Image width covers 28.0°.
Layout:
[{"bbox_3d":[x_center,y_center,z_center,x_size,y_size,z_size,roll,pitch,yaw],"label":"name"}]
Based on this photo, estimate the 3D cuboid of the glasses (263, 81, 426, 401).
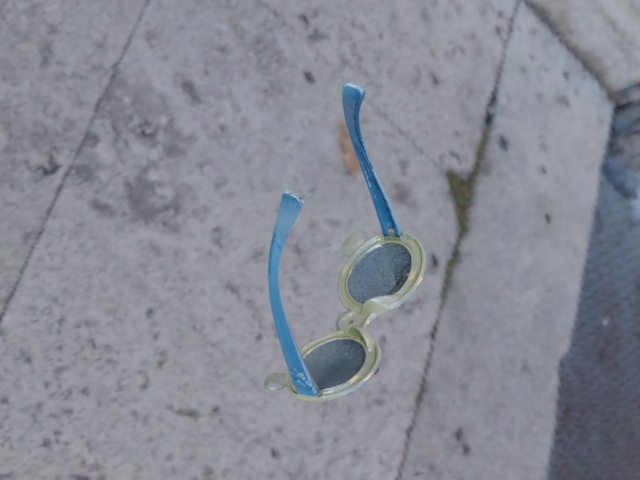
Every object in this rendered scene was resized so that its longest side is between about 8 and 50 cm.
[{"bbox_3d":[0.028,0.008,0.999,0.220,0.088,0.189,91,24,-51],"label":"glasses"}]
